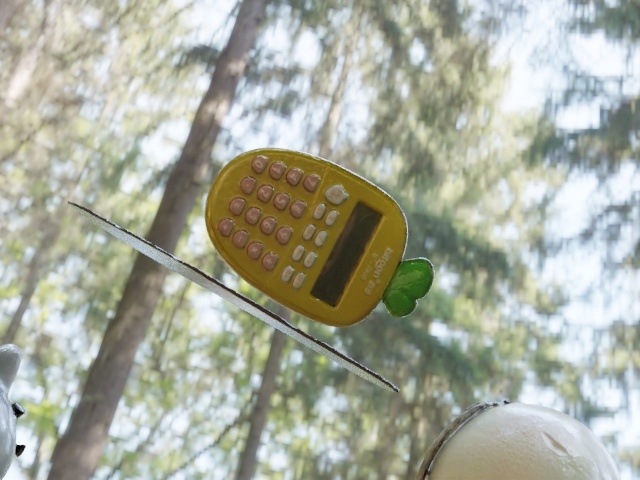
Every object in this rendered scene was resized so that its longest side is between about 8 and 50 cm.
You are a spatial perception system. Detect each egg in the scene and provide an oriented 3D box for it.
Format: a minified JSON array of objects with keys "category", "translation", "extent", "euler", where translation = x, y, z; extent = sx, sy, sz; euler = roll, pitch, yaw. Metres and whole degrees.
[{"category":"egg","translation":[0.245,0.327,1.687],"extent":[0.174,0.264,0.286],"euler":[15,-60,56]}]

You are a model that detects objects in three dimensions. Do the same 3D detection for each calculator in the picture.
[{"category":"calculator","translation":[0.000,0.000,1.465],"extent":[0.235,0.146,0.032],"euler":[30,-10,-11]}]

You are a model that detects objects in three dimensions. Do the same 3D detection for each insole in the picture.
[{"category":"insole","translation":[-0.076,0.047,1.296],"extent":[0.328,0.007,0.111],"euler":[29,-6,8]}]

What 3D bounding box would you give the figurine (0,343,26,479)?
[{"category":"figurine","translation":[-0.255,0.122,0.961],"extent":[0.126,0.192,0.147],"euler":[35,-79,26]}]
